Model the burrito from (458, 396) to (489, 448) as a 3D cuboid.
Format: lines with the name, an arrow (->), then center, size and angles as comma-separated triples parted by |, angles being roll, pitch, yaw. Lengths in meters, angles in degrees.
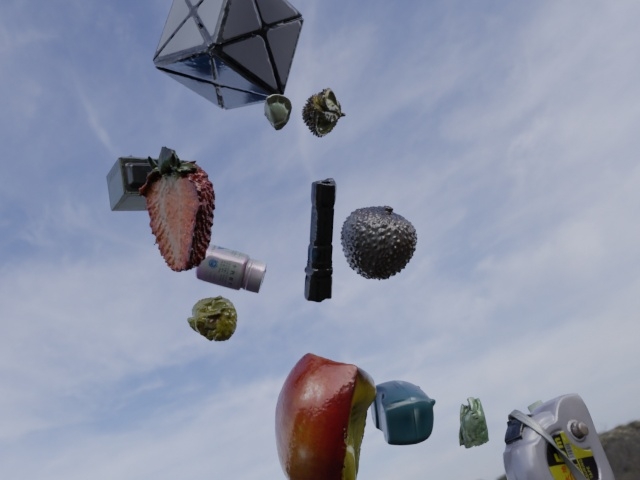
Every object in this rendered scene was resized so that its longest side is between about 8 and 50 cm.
burrito -> 0.374, 0.446, 1.338 | 0.074, 0.118, 0.044 | 0, -11, -14

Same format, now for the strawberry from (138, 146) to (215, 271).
strawberry -> -0.314, -0.072, 1.259 | 0.188, 0.286, 0.106 | -9, -2, 33

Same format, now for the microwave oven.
microwave oven -> -0.496, -0.167, 1.580 | 0.205, 0.129, 0.163 | -3, -17, -37

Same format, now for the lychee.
lychee -> 0.203, 0.006, 1.967 | 0.300, 0.300, 0.300 | -18, -31, -11

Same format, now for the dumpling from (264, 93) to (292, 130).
dumpling -> -0.084, -0.265, 1.107 | 0.059, 0.043, 0.077 | -32, -64, -12

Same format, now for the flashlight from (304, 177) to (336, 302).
flashlight -> 0.000, 0.000, 1.833 | 0.103, 0.103, 0.423 | -5, -74, -29

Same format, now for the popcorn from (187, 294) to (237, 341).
popcorn -> -0.262, 0.192, 1.353 | 0.116, 0.120, 0.106 | 2, -49, -54

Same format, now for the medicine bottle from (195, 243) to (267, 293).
medicine bottle -> -0.344, 0.113, 2.110 | 0.255, 0.152, 0.152 | 15, -38, 0

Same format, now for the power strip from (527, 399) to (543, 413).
power strip -> 0.548, 0.493, 1.192 | 0.043, 0.367, 0.106 | -35, -77, 13

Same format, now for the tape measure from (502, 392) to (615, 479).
tape measure -> 0.426, 0.404, 0.980 | 0.197, 0.236, 0.120 | 2, -32, -24

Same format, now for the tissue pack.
tissue pack -> 0.311, 0.641, 2.044 | 0.206, 0.198, 0.287 | -6, -1, -7

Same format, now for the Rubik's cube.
Rubik's cube -> -0.227, -0.512, 1.391 | 0.260, 0.254, 0.259 | 5, -14, 39

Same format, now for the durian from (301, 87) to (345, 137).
durian -> 0.002, -0.293, 1.223 | 0.140, 0.071, 0.110 | -14, -50, -55

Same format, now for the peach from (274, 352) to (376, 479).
peach -> 0.002, 0.444, 1.335 | 0.306, 0.242, 0.380 | -24, -53, -73
